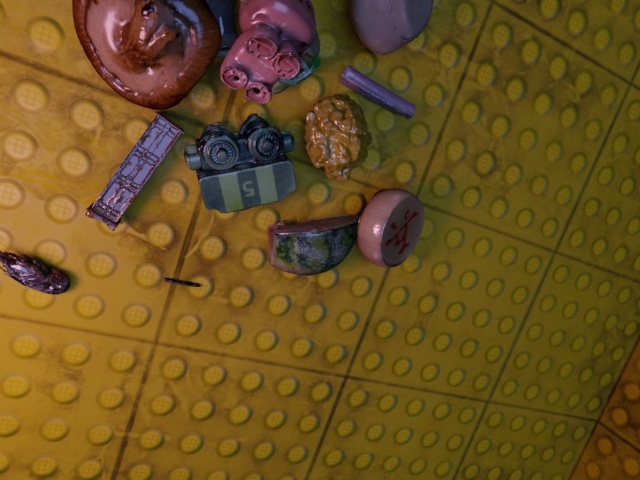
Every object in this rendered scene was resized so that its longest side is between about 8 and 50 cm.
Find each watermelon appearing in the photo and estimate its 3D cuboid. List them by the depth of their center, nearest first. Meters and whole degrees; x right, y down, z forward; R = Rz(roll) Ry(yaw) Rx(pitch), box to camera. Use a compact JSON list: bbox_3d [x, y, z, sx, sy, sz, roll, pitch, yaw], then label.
[{"bbox_3d":[0.000,0.000,1.377,0.305,0.180,0.224,-9,152,-19],"label":"watermelon"}]

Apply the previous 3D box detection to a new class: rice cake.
[{"bbox_3d":[0.177,-0.441,1.351,0.270,0.049,0.055,24,83,-21],"label":"rice cake"}]

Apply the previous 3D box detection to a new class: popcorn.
[{"bbox_3d":[0.053,-0.296,1.282,0.181,0.217,0.235,-11,117,13],"label":"popcorn"}]

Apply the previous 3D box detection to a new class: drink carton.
[{"bbox_3d":[-0.109,-0.464,1.188,0.144,0.142,0.146,-41,104,-22],"label":"drink carton"}]

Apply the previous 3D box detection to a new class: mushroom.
[{"bbox_3d":[-0.405,-0.457,1.006,0.345,0.259,0.345,8,128,10],"label":"mushroom"}]

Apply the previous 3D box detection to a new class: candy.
[{"bbox_3d":[0.176,-0.654,1.203,0.295,0.185,0.295,-26,130,-35],"label":"candy"}]

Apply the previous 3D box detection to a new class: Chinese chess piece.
[{"bbox_3d":[0.219,-0.039,1.396,0.250,0.103,0.249,-25,126,-40],"label":"Chinese chess piece"}]

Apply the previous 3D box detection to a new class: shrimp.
[{"bbox_3d":[-0.768,0.076,1.169,0.079,0.090,0.233,-36,128,15],"label":"shrimp"}]

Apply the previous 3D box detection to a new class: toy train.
[{"bbox_3d":[-0.213,-0.210,1.241,0.299,0.167,0.238,-13,118,-13],"label":"toy train"}]

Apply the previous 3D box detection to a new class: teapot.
[{"bbox_3d":[-0.254,-0.593,1.115,0.183,0.183,0.251,-12,118,-14],"label":"teapot"}]

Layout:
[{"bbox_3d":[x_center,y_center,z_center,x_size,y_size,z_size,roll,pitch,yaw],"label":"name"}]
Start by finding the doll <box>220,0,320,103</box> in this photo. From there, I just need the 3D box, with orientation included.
[{"bbox_3d":[-0.119,-0.489,1.030,0.284,0.268,0.216,27,140,-36],"label":"doll"}]

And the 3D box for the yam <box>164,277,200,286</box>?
[{"bbox_3d":[-0.412,0.127,1.340,0.107,0.014,0.014,13,101,-20],"label":"yam"}]

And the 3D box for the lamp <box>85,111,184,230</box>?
[{"bbox_3d":[-0.488,-0.185,1.190,0.089,0.090,0.325,35,93,-23],"label":"lamp"}]
